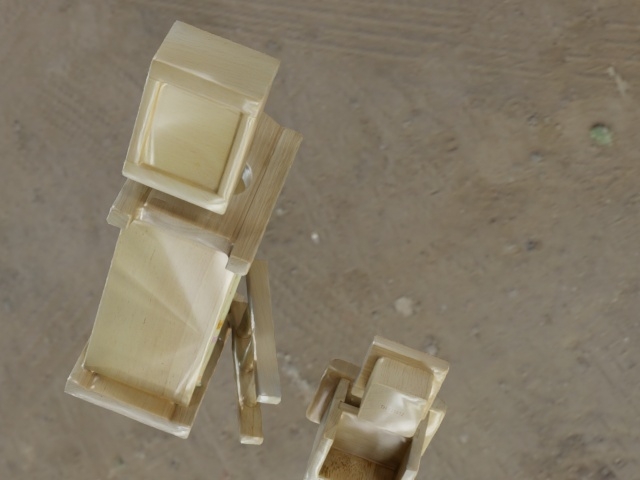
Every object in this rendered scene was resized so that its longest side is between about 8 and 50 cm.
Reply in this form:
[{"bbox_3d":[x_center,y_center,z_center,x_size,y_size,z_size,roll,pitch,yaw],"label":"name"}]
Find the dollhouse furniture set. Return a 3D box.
[{"bbox_3d":[0.000,0.000,0.552,0.161,0.101,0.182,21,130,-2],"label":"dollhouse furniture set"}]
